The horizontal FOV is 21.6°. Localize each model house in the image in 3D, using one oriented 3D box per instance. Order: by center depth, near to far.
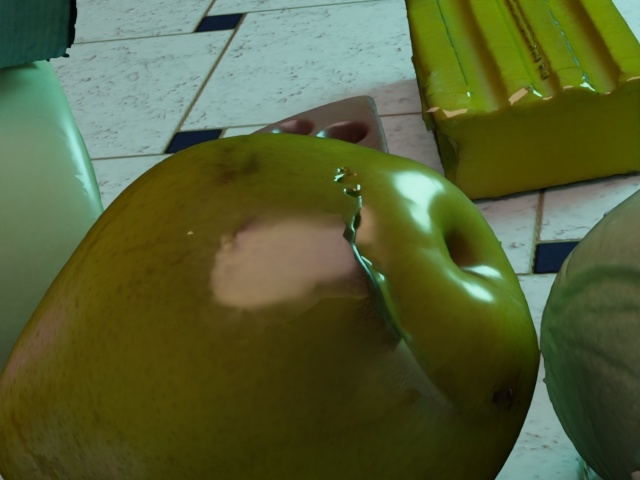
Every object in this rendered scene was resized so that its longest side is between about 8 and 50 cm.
[{"bbox_3d":[-0.269,-0.173,1.186,0.149,0.119,0.148,-29,57,-34],"label":"model house"}]

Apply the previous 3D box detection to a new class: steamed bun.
[{"bbox_3d":[0.284,0.030,0.987,0.290,0.272,0.273,-24,29,-31],"label":"steamed bun"},{"bbox_3d":[-0.365,-0.039,1.315,0.371,0.290,0.456,-19,29,-23],"label":"steamed bun"}]

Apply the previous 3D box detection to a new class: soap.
[{"bbox_3d":[0.187,-0.157,1.555,0.204,0.096,0.324,-9,27,2],"label":"soap"}]

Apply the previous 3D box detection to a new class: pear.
[{"bbox_3d":[-0.034,0.093,0.982,0.285,0.336,0.285,25,28,-14],"label":"pear"}]

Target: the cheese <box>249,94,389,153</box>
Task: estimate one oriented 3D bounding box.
[{"bbox_3d":[-0.023,-0.004,1.322,0.177,0.128,0.203,-12,31,2],"label":"cheese"}]

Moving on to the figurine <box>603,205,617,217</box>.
[{"bbox_3d":[0.282,-0.011,1.241,0.229,0.112,0.137,-27,35,-10],"label":"figurine"}]
